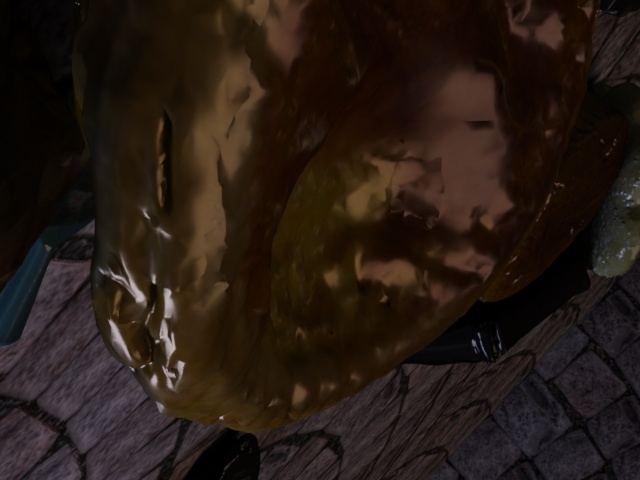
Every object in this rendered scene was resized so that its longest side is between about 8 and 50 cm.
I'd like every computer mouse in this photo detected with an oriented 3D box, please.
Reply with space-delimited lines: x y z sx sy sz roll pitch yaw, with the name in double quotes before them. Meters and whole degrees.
"computer mouse" -0.118 0.284 1.650 0.099 0.057 0.172 -10 125 -49

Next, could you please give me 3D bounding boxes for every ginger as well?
"ginger" -0.173 -0.047 0.709 0.166 0.080 0.333 -40 158 -21

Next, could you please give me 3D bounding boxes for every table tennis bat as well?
"table tennis bat" -0.166 -0.018 0.884 0.124 0.033 0.201 -14 139 -55

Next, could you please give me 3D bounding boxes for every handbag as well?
"handbag" 0.173 0.088 1.704 0.246 0.080 0.223 -11 -161 49

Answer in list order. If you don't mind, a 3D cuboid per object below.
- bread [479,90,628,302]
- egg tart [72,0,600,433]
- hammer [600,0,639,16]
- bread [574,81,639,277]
"bread" 0.218 -0.057 1.576 0.253 0.142 0.227 -31 149 -41
"egg tart" 0.004 -0.123 0.736 0.443 0.178 0.443 -40 142 -42
"hammer" 0.380 -0.381 1.434 0.111 0.043 0.365 -16 142 -59
"bread" 0.337 -0.092 1.739 0.286 0.056 0.207 -111 -146 -65
